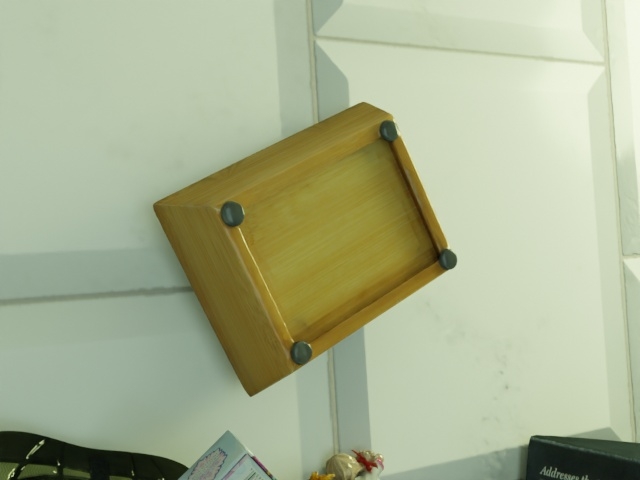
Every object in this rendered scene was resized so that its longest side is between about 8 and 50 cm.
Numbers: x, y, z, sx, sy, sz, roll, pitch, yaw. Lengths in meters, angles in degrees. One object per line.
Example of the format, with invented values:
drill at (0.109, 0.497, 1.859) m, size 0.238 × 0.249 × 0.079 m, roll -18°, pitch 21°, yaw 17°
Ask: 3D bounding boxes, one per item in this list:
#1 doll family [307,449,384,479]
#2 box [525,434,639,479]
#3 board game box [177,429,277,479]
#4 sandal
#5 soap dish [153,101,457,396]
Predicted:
doll family at (0.011, 0.337, 0.877) m, size 0.263 × 0.118 × 0.163 m, roll -44°, pitch 108°, yaw -24°
box at (0.479, 0.495, 0.926) m, size 0.298 × 0.480 × 0.471 m, roll 10°, pitch 83°, yaw -30°
board game box at (-0.089, 0.393, 0.730) m, size 0.318 × 0.066 × 0.318 m, roll -43°, pitch 108°, yaw -14°
sandal at (-0.206, 0.262, 0.780) m, size 0.303 × 0.120 × 0.086 m, roll 26°, pitch 117°, yaw -24°
soap dish at (0.000, 0.000, 0.892) m, size 0.291 × 0.118 × 0.228 m, roll -30°, pitch 101°, yaw -29°
